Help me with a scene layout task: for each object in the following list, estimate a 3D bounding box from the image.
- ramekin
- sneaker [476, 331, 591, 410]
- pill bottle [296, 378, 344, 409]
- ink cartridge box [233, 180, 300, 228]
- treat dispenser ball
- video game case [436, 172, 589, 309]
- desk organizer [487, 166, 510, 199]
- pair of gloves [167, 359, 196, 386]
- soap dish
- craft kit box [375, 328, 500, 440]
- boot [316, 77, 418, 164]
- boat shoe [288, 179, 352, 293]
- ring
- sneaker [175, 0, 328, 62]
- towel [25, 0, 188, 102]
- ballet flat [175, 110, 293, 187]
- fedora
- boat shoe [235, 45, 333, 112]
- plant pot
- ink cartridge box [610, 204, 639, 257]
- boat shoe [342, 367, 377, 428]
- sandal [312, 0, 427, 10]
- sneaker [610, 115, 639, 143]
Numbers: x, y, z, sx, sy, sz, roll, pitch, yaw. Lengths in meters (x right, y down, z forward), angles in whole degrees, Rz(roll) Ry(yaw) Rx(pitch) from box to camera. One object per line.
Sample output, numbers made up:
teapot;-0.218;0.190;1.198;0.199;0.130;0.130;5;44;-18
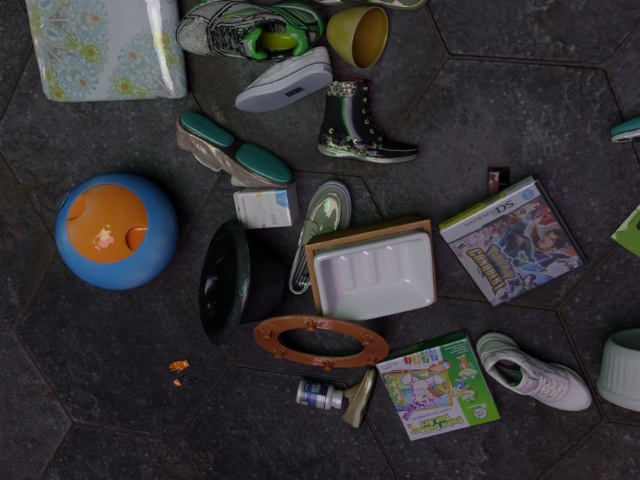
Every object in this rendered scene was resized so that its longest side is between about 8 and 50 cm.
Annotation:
ramekin;0.760;0.281;1.523;0.273;0.273;0.127;-4;97;13
sneaker;0.514;0.345;1.651;0.305;0.152;0.114;27;111;0
pill bottle;0.000;0.416;1.832;0.120;0.067;0.067;10;112;8
ink cartridge box;-0.133;-0.087;1.661;0.143;0.090;0.092;-2;109;14
treat dispenser ball;-0.490;-0.023;1.656;0.288;0.288;0.288;4;111;11
video game case;0.443;0.011;1.569;0.248;0.035;0.275;-30;117;20
desk organizer;0.409;-0.101;1.565;0.050;0.047;0.130;-1;110;10
pair of gloves;-0.393;0.378;1.932;0.074;0.010;0.083;-15;107;17
soap dish;0.118;0.067;1.599;0.291;0.118;0.228;-12;121;-2
craft kit box;0.303;0.377;1.762;0.250;0.061;0.246;-21;107;19
boot;0.111;-0.270;1.546;0.237;0.085;0.178;7;109;10
boat shoe;0.000;0.000;1.663;0.109;0.094;0.302;19;113;5
ring;0.000;0.262;1.681;0.337;0.032;0.336;6;151;3
sneaker;-0.166;-0.456;1.482;0.344;0.146;0.134;1;127;20
towel;-0.503;-0.491;1.596;0.375;0.090;0.320;1;113;12
ballet flat;-0.212;-0.196;1.646;0.316;0.107;0.106;33;132;5
fedora;-0.184;0.108;1.677;0.153;0.334;0.334;6;115;-26
boat shoe;-0.084;-0.365;1.557;0.258;0.095;0.084;-13;70;27
plant pot;0.070;-0.447;1.476;0.095;0.134;0.134;26;116;30
ink cartridge box;0.807;0.012;1.494;0.255;0.097;0.188;34;113;-2
boat shoe;0.098;0.414;1.815;0.072;0.068;0.190;22;114;16
sandal;0.084;-0.554;1.444;0.303;0.086;0.120;8;111;9
sneaker;0.729;-0.287;1.415;0.275;0.107;0.110;-29;82;15
